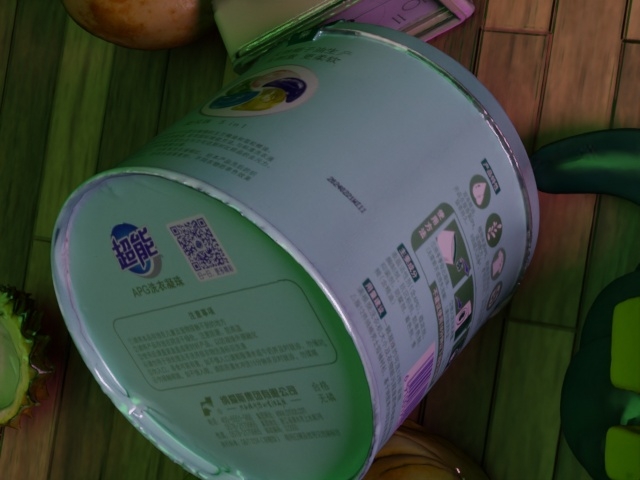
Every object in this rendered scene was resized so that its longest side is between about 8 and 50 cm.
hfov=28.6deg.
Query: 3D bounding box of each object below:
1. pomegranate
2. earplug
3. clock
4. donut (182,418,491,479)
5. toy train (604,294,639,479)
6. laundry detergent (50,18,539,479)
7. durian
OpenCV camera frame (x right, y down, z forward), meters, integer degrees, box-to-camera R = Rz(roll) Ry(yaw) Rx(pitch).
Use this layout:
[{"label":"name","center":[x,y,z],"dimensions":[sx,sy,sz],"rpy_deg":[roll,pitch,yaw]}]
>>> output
[{"label":"pomegranate","center":[-0.153,-0.273,1.132],"dimensions":[0.207,0.207,0.207],"rpy_deg":[-2,86,22]},{"label":"earplug","center":[0.254,0.058,0.963],"dimensions":[0.257,0.280,0.164],"rpy_deg":[48,141,-14]},{"label":"clock","center":[0.022,-0.201,1.085],"dimensions":[0.192,0.147,0.071],"rpy_deg":[-25,73,19]},{"label":"donut","center":[0.005,0.321,1.047],"dimensions":[0.360,0.170,0.360],"rpy_deg":[-2,84,24]},{"label":"toy train","center":[0.377,0.149,0.821],"dimensions":[0.442,0.179,0.272],"rpy_deg":[3,90,-14]},{"label":"laundry detergent","center":[0.000,0.000,0.972],"dimensions":[0.287,0.305,0.287],"rpy_deg":[21,132,26]},{"label":"durian","center":[-0.338,0.129,1.255],"dimensions":[0.224,0.078,0.140],"rpy_deg":[-28,89,29]}]
